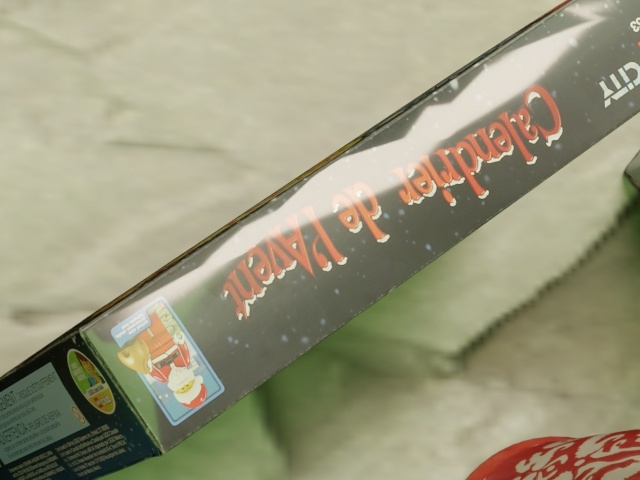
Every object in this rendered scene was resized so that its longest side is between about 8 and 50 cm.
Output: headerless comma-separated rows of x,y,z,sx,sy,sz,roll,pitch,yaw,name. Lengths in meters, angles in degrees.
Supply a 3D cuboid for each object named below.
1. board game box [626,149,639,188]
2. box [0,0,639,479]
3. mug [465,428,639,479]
0.307,-0.065,0.847,0.224,0.097,0.303,44,64,-9,board game box
0.000,0.000,0.663,0.233,0.159,0.044,-35,92,-27,box
0.137,0.103,0.690,0.150,0.169,0.113,-36,92,-26,mug
